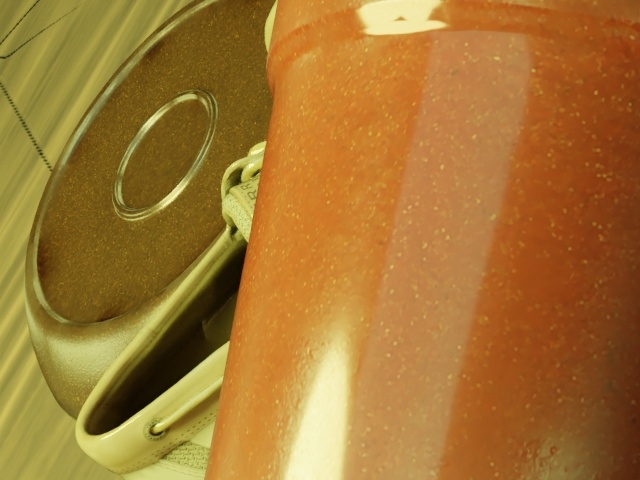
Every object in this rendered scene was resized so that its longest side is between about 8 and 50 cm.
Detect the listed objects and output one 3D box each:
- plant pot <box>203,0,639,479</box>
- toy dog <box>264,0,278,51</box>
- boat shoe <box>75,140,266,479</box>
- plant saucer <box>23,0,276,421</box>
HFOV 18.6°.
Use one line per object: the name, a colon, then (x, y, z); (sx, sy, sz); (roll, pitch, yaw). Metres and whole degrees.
plant pot: (0.080, 0.033, 0.671); (0.272, 0.272, 0.265); (-4, 65, 52)
toy dog: (0.108, -0.164, 0.819); (0.334, 0.161, 0.220); (-17, 48, 24)
boat shoe: (0.000, 0.000, 0.936); (0.302, 0.098, 0.109); (-52, 32, 5)
plant saucer: (-0.075, -0.039, 1.124); (0.311, 0.050, 0.310); (-33, 38, 30)
